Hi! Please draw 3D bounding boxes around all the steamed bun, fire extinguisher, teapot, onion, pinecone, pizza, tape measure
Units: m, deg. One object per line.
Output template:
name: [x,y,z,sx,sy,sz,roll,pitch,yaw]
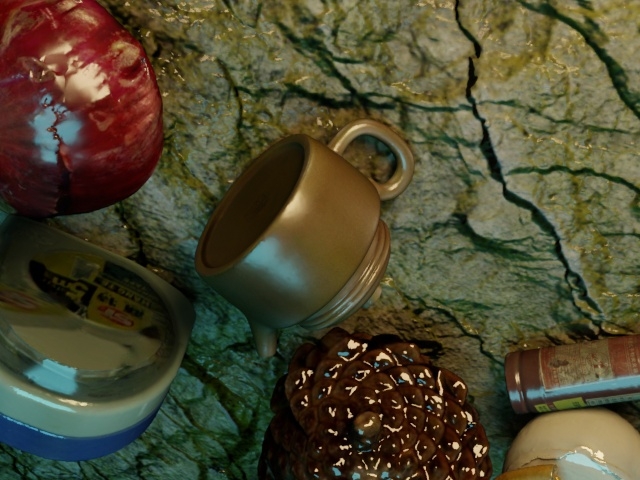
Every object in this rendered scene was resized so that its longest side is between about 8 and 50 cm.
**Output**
steamed bun: [0.315,0.285,1.213,0.177,0.130,0.228,11,133,18]
fire extinguisher: [0.333,0.134,1.118,0.252,0.075,0.106,-12,126,22]
teapot: [0.000,0.000,1.016,0.175,0.185,0.267,38,92,-26]
onion: [-0.272,-0.130,0.953,0.247,0.190,0.246,17,129,22]
pinecone: [0.062,0.268,1.173,0.242,0.298,0.296,-12,150,-30]
pizza: [0.249,0.318,1.156,0.131,0.041,0.178,26,135,10]
tape measure: [-0.289,0.113,1.131,0.259,0.262,0.138,22,121,-8]
